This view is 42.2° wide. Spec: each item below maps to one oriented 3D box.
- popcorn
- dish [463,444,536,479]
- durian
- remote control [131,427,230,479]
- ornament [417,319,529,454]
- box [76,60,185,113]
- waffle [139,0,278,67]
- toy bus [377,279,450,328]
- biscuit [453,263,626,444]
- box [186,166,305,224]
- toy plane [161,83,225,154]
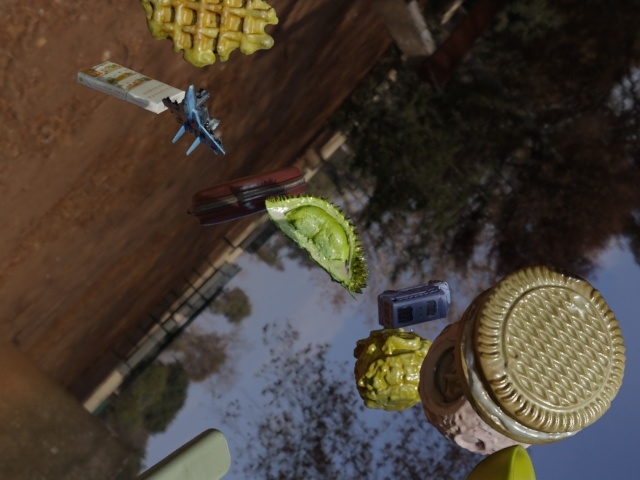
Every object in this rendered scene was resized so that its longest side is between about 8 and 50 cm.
[{"bbox_3d":[0.195,0.333,2.186,0.249,0.225,0.249,-14,149,-9],"label":"popcorn"},{"bbox_3d":[0.248,0.425,1.171,0.108,0.263,0.221,-9,166,21],"label":"dish"},{"bbox_3d":[0.000,0.000,2.183,0.169,0.352,0.158,-46,-177,-31],"label":"durian"},{"bbox_3d":[-0.244,0.388,1.275,0.038,0.090,0.309,-3,-165,35],"label":"remote control"},{"bbox_3d":[0.316,0.262,1.524,0.259,0.225,0.260,-36,-135,47],"label":"ornament"},{"bbox_3d":[-0.443,-0.360,1.945,0.122,0.220,0.032,-47,156,-55],"label":"box"},{"bbox_3d":[-0.196,-0.473,1.499,0.281,0.301,0.058,-16,-175,7],"label":"waffle"},{"bbox_3d":[0.200,0.133,1.688,0.167,0.073,0.076,-11,-166,-25],"label":"toy bus"},{"bbox_3d":[0.314,0.160,1.184,0.259,0.259,0.079,-47,-179,-25],"label":"biscuit"},{"bbox_3d":[-0.204,-0.133,2.422,0.263,0.108,0.404,-13,-174,25],"label":"box"},{"bbox_3d":[-0.243,-0.248,1.606,0.078,0.169,0.246,-47,173,-23],"label":"toy plane"}]
